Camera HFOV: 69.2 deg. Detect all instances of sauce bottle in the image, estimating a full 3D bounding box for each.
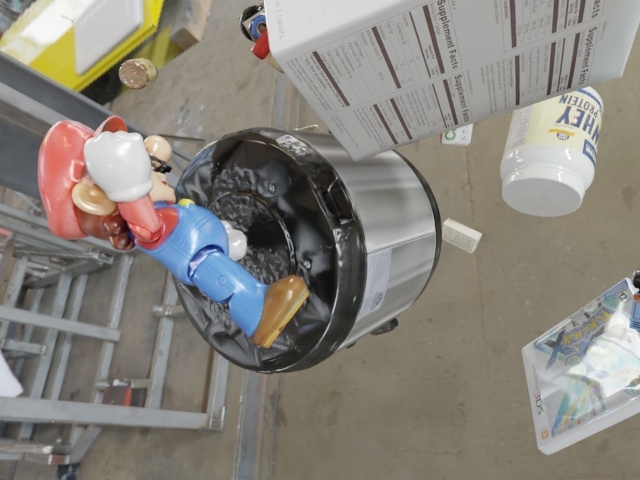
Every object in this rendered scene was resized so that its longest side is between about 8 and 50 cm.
[{"bbox_3d":[-0.270,-0.254,0.701,0.042,0.042,0.128,-49,24,11],"label":"sauce bottle"}]

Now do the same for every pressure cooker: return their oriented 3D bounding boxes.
[{"bbox_3d":[0.005,0.003,0.807,0.370,0.420,0.376,-44,72,33],"label":"pressure cooker"}]

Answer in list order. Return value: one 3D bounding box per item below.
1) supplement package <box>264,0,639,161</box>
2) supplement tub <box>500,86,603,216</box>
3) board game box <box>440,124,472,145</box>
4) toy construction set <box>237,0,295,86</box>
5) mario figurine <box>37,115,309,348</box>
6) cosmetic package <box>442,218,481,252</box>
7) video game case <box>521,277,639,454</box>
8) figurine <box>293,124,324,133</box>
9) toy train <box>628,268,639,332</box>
[{"bbox_3d":[0.106,-0.232,0.410,0.262,0.198,0.199,-15,69,19],"label":"supplement package"},{"bbox_3d":[0.641,-0.254,1.300,0.235,0.235,0.325,2,63,40],"label":"supplement tub"},{"bbox_3d":[0.252,-0.337,0.813,0.053,0.193,0.306,6,113,11],"label":"board game box"},{"bbox_3d":[0.010,-0.385,0.783,0.237,0.257,0.309,-49,5,18],"label":"toy construction set"},{"bbox_3d":[-0.147,-0.031,0.507,0.198,0.320,0.170,-49,7,44],"label":"mario figurine"},{"bbox_3d":[0.432,-0.015,1.438,0.115,0.041,0.060,31,135,24],"label":"cosmetic package"},{"bbox_3d":[0.598,0.277,1.039,0.329,0.036,0.300,-52,10,36],"label":"video game case"},{"bbox_3d":[-0.005,-0.212,1.412,0.092,0.209,0.215,-27,59,-16],"label":"figurine"},{"bbox_3d":[0.511,0.089,0.608,0.184,0.080,0.105,12,103,45],"label":"toy train"}]
